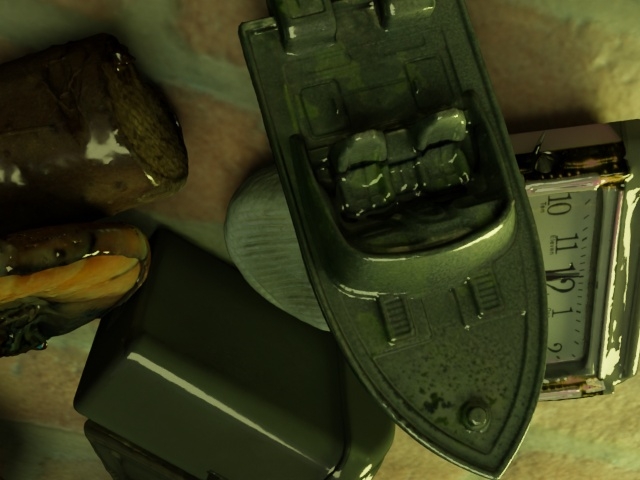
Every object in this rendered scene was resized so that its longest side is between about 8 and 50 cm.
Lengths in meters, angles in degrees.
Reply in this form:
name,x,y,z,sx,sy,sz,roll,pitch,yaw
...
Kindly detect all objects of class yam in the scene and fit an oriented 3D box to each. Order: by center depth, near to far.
name,x,y,z,sx,sy,sz,roll,pitch,yaw
yam,-0.238,-0.046,0.530,0.280,0.131,0.131,-18,125,9

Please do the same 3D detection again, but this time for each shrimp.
name,x,y,z,sx,sy,sz,roll,pitch,yaw
shrimp,-0.238,0.053,0.535,0.222,0.054,0.290,-16,172,-30

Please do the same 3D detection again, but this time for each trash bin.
name,x,y,z,sx,sy,sz,roll,pitch,yaw
trash bin,-0.055,0.110,0.620,0.236,0.176,0.101,33,116,-21

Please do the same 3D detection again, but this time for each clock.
name,x,y,z,sx,sy,sz,roll,pitch,yaw
clock,0.150,0.022,0.616,0.187,0.083,0.253,-7,127,3

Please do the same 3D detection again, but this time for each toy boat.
name,x,y,z,sx,sy,sz,roll,pitch,yaw
toy boat,0.055,-0.016,0.475,0.141,0.092,0.319,-15,83,-8

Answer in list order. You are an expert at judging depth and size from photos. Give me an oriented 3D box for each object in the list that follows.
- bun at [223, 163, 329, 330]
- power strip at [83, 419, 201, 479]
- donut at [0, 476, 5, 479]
name,x,y,z,sx,sy,sz,roll,pitch,yaw
bun,0.000,0.000,0.585,0.141,0.083,0.140,27,141,24
power strip,-0.108,0.301,0.736,0.251,0.092,0.256,17,138,43
donut,-0.437,0.271,0.664,0.361,0.170,0.360,-14,117,-30
